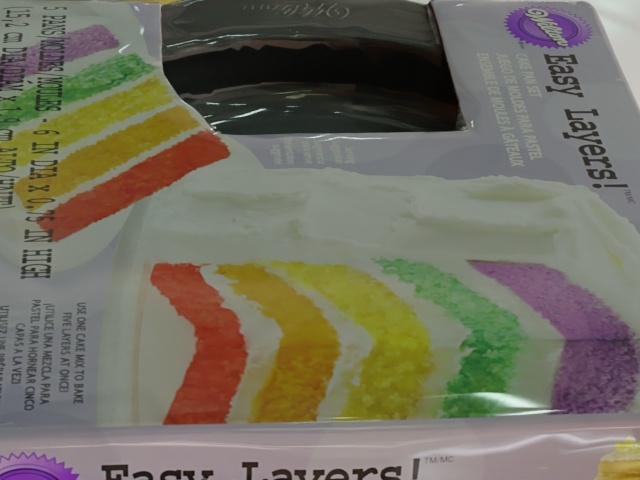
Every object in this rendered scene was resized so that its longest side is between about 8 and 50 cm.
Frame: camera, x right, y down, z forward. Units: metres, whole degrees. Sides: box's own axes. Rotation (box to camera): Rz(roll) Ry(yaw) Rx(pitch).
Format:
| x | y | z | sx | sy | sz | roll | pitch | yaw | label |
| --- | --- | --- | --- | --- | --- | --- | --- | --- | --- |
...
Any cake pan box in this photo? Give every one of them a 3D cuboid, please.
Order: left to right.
| x | y | z | sx | sy | sz | roll | pitch | yaw | label |
| --- | --- | --- | --- | --- | --- | --- | --- | --- | --- |
| 0.000 | 0.000 | 0.607 | 0.267 | 0.245 | 0.070 | -96 | -171 | -54 | cake pan box |

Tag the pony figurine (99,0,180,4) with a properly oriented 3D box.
| x | y | z | sx | sy | sz | roll | pitch | yaw | label |
| --- | --- | --- | --- | --- | --- | --- | --- | --- | --- |
| -0.161 | -0.224 | 0.966 | 0.303 | 0.351 | 0.363 | 99 | 11 | -57 | pony figurine |
